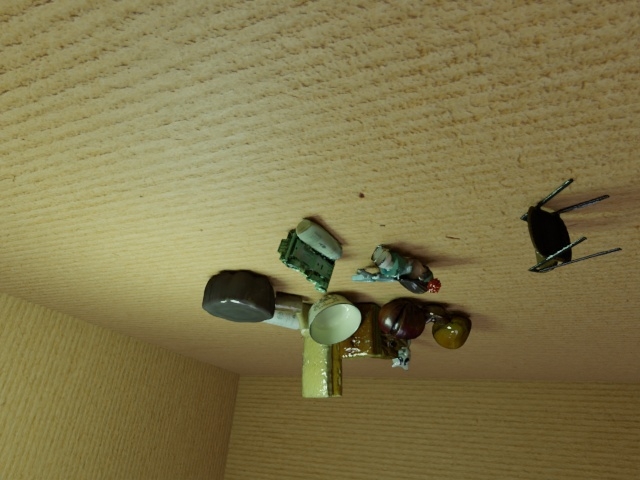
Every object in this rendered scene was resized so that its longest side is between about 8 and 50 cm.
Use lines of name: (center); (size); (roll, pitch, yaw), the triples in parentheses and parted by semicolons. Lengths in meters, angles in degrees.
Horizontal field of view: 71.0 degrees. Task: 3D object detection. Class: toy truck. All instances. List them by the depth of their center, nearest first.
toy truck: (-0.061, 0.072, 1.513); (0.135, 0.129, 0.259); (6, 158, 32)

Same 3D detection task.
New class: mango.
mango: (0.604, 0.419, 2.076); (0.166, 0.136, 0.236); (9, 149, 0)

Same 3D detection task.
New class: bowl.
bowl: (0.047, 0.328, 1.952); (0.237, 0.126, 0.238); (-10, 124, -15)

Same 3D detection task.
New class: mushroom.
mushroom: (0.491, 0.327, 1.972); (0.170, 0.080, 0.135); (-17, 134, 40)

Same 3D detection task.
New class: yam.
yam: (-0.146, 0.280, 2.011); (0.127, 0.084, 0.084); (6, 155, -11)

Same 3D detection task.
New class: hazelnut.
hazelnut: (0.353, 0.335, 1.929); (0.203, 0.178, 0.178); (24, 155, 7)

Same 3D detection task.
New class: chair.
chair: (0.605, -0.012, 1.155); (0.172, 0.159, 0.247); (15, 152, -24)

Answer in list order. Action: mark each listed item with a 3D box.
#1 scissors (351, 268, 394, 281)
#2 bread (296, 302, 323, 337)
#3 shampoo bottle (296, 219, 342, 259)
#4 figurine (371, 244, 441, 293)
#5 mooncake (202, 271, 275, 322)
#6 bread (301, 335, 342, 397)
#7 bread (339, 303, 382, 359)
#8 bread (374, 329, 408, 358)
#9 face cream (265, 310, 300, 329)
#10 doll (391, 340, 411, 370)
scissors: (0.174, 0.118, 1.563); (0.191, 0.030, 0.360); (-1, 168, 17)
bread: (-0.048, 0.373, 2.068); (0.139, 0.178, 0.060); (23, 117, -27)
shampoo bottle: (0.000, 0.000, 1.422); (0.072, 0.049, 0.212); (-39, 140, 12)
figurine: (0.283, 0.106, 1.507); (0.245, 0.138, 0.110); (27, 104, -28)
mooncake: (-0.337, 0.238, 1.871); (0.305, 0.154, 0.306); (4, 154, 2)
bread: (0.000, 0.636, 2.376); (0.165, 0.376, 0.236); (17, 157, -39)
bread: (0.176, 0.410, 2.024); (0.184, 0.235, 0.110); (-14, 154, 33)
bread: (0.246, 0.479, 2.212); (0.369, 0.192, 0.314); (-8, 152, 28)
face cream: (-0.159, 0.384, 2.207); (0.311, 0.092, 0.092); (20, 151, -25)
doll: (0.441, 0.602, 2.452); (0.110, 0.181, 0.107); (10, 141, -7)
